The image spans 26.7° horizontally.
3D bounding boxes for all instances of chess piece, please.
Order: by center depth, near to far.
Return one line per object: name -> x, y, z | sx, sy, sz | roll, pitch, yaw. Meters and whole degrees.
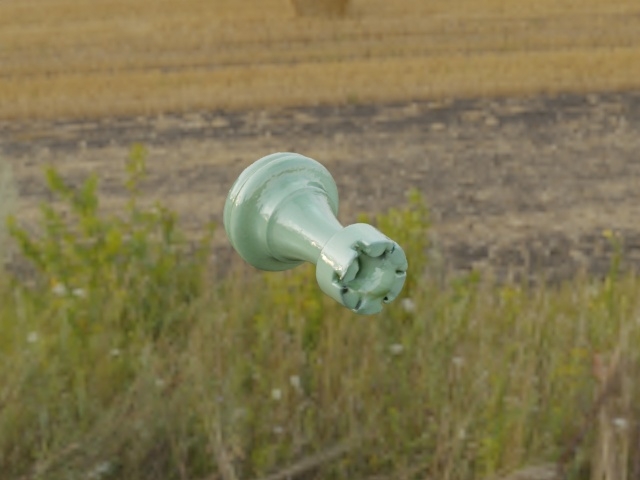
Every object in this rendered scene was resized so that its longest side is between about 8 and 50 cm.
chess piece -> 0.000, 0.000, 0.708 | 0.067, 0.067, 0.103 | -12, 30, -30
